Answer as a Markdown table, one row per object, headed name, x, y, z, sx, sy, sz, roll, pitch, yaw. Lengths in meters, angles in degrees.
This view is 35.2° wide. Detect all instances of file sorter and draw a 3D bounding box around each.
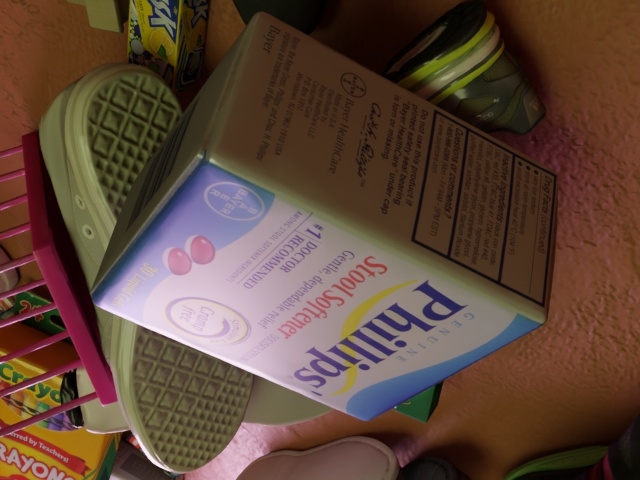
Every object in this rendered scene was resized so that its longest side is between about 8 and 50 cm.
| name | x | y | z | sx | sy | sz | roll | pitch | yaw |
| --- | --- | --- | --- | --- | --- | --- | --- | --- | --- |
| file sorter | -0.356 | 0.049 | 1.114 | 0.182 | 0.290 | 0.202 | -20 | 122 | -7 |

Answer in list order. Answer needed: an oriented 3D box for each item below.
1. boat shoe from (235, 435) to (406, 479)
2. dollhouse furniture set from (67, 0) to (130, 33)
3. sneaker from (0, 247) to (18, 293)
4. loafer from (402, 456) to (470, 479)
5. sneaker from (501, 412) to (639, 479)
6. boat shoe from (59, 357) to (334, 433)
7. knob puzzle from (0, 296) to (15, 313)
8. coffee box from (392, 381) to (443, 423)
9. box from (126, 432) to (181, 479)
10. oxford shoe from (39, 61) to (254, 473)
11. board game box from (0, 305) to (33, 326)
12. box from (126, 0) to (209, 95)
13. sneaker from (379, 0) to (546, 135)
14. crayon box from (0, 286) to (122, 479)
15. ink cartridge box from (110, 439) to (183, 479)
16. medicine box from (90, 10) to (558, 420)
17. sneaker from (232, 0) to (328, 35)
| name | x | y | z | sx | sy | sz | roll | pitch | yaw |
| --- | --- | --- | --- | --- | --- | --- | --- | --- | --- |
| boat shoe | 0.006 | 0.317 | 1.264 | 0.305 | 0.109 | 0.091 | -20 | 113 | 48 |
| dollhouse furniture set | -0.282 | -0.281 | 0.960 | 0.182 | 0.101 | 0.161 | 15 | 132 | 23 |
| sneaker | -0.531 | -0.020 | 1.326 | 0.106 | 0.123 | 0.290 | -26 | 107 | 45 |
| loafer | 0.117 | 0.345 | 1.231 | 0.095 | 0.109 | 0.302 | 24 | 144 | -13 |
| sneaker | 0.311 | 0.261 | 0.944 | 0.185 | 0.202 | 0.483 | 37 | 137 | 1 |
| boat shoe | -0.127 | 0.137 | 1.205 | 0.341 | 0.158 | 0.127 | -3 | 110 | 2 |
| knob puzzle | -0.480 | 0.137 | 1.487 | 0.213 | 0.030 | 0.213 | 18 | 132 | 21 |
| coffee box | 0.082 | 0.093 | 1.052 | 0.113 | 0.040 | 0.184 | 18 | 122 | 19 |
| box | -0.211 | 0.280 | 1.429 | 0.094 | 0.027 | 0.137 | 41 | 137 | -2 |
| oxford shoe | -0.175 | 0.033 | 1.040 | 0.130 | 0.169 | 0.449 | 16 | 125 | 48 |
| board game box | -0.412 | 0.184 | 1.452 | 0.126 | 0.026 | 0.186 | -28 | 108 | 24 |
| box | -0.142 | -0.222 | 0.951 | 0.059 | 0.054 | 0.169 | 27 | 136 | 13 |
| sneaker | 0.067 | -0.082 | 0.895 | 0.121 | 0.111 | 0.300 | 45 | 138 | -13 |
| crayon box | -0.379 | 0.242 | 1.404 | 0.202 | 0.081 | 0.318 | 22 | 119 | 7 |
| ink cartridge box | -0.363 | 0.394 | 1.594 | 0.296 | 0.066 | 0.261 | 26 | 134 | 14 |
| medicine box | 0.000 | 0.000 | 0.834 | 0.289 | 0.149 | 0.263 | 26 | 144 | -17 |
| sneaker | -0.075 | -0.290 | 0.790 | 0.122 | 0.146 | 0.330 | 10 | 131 | 25 |
